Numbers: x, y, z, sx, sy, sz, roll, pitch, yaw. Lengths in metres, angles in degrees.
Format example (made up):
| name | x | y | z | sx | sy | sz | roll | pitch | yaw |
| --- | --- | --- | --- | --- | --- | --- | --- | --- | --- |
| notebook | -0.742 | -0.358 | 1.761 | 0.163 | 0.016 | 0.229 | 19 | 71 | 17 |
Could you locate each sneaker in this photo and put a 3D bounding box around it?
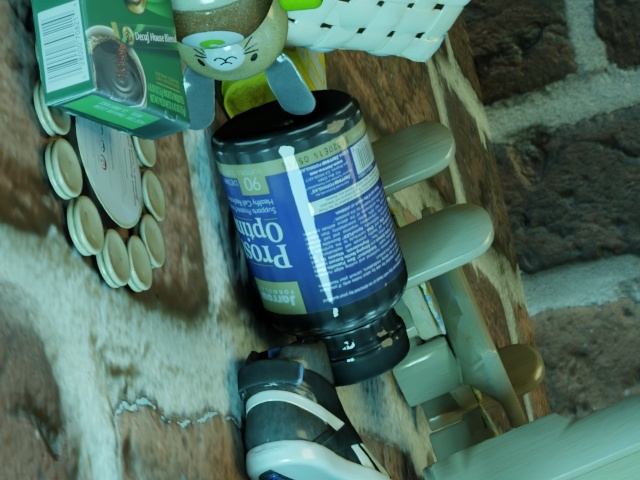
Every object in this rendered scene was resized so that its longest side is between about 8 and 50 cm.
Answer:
| name | x | y | z | sx | sy | sz | roll | pitch | yaw |
| --- | --- | --- | --- | --- | --- | --- | --- | --- | --- |
| sneaker | 0.003 | 0.141 | 1.251 | 0.217 | 0.079 | 0.121 | 46 | 34 | -61 |

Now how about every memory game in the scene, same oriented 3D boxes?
| name | x | y | z | sx | sy | sz | roll | pitch | yaw |
| --- | --- | --- | --- | --- | --- | --- | --- | --- | --- |
| memory game | -0.139 | -0.056 | 1.027 | 0.186 | 0.012 | 0.186 | -15 | 90 | -76 |

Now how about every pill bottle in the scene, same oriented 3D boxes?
| name | x | y | z | sx | sy | sz | roll | pitch | yaw |
| --- | --- | --- | --- | --- | --- | --- | --- | --- | --- |
| pill bottle | 0.000 | 0.000 | 1.288 | 0.123 | 0.122 | 0.219 | -69 | 144 | -67 |

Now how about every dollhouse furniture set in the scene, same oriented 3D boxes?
| name | x | y | z | sx | sy | sz | roll | pitch | yaw |
| --- | --- | --- | --- | --- | --- | --- | --- | --- | --- |
| dollhouse furniture set | 0.202 | 0.117 | 1.546 | 0.394 | 0.256 | 0.362 | -108 | 174 | -48 |

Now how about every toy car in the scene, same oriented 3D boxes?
| name | x | y | z | sx | sy | sz | roll | pitch | yaw |
| --- | --- | --- | --- | --- | --- | --- | --- | --- | --- |
| toy car | -0.068 | -0.152 | 1.156 | 0.149 | 0.155 | 0.188 | -90 | 173 | -46 |

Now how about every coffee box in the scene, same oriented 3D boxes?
| name | x | y | z | sx | sy | sz | roll | pitch | yaw |
| --- | --- | --- | --- | --- | --- | --- | --- | --- | --- |
| coffee box | -0.136 | -0.162 | 0.996 | 0.113 | 0.040 | 0.184 | 18 | 59 | -62 |

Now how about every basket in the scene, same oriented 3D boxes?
| name | x | y | z | sx | sy | sz | roll | pitch | yaw |
| --- | --- | --- | --- | --- | --- | --- | --- | --- | --- |
| basket | 0.000 | -0.290 | 1.315 | 0.254 | 0.201 | 0.289 | -3 | 45 | -41 |

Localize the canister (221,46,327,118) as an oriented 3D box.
| name | x | y | z | sx | sy | sz | roll | pitch | yaw |
| --- | --- | --- | --- | --- | --- | --- | --- | --- | --- |
| canister | -0.038 | -0.160 | 1.409 | 0.126 | 0.073 | 0.170 | 59 | 20 | -46 |
